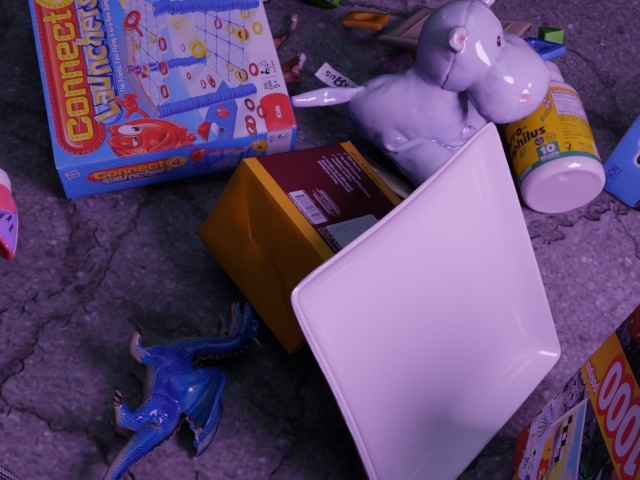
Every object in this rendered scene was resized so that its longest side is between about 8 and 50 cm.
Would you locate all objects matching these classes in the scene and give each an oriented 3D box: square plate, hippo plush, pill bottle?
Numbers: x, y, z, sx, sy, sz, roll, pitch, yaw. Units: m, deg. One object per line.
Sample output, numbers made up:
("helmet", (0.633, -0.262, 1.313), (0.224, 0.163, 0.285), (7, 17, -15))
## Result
("square plate", (0.128, 0.097, 1.056), (0.049, 0.344, 0.347), (9, 40, 47))
("hippo plush", (0.170, -0.215, 1.241), (0.294, 0.236, 0.234), (38, 36, -3))
("pill bottle", (0.325, -0.153, 1.348), (0.117, 0.118, 0.209), (1, 57, -12))

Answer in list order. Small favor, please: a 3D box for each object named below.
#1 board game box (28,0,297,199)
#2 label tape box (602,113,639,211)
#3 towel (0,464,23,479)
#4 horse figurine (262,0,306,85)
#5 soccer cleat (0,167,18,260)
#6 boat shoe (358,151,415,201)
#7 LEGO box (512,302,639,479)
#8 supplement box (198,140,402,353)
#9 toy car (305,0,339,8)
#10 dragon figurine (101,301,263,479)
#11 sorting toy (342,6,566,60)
("board game box", (-0.213, -0.231, 1.245), (0.301, 0.086, 0.308), (-12, 68, -11))
("label tape box", (0.590, -0.101, 1.294), (0.347, 0.249, 0.115), (29, 55, 7))
("towel", (-0.362, 0.356, 0.852), (0.312, 0.056, 0.324), (28, 55, 19))
("horse figurine", (-0.140, -0.309, 1.376), (0.263, 0.066, 0.175), (16, 53, -5))
("soccer cleat", (-0.507, -0.008, 1.067), (0.318, 0.109, 0.117), (-11, 64, -23))
("boat shoe", (0.100, -0.068, 1.278), (0.153, 0.056, 0.048), (30, 60, 16))
("LEGO box", (0.305, 0.356, 0.847), (0.193, 0.373, 0.500), (16, 54, -2))
("supplement box", (0.000, 0.000, 1.125), (0.194, 0.129, 0.191), (-15, 59, -48))
("toy car", (-0.064, -0.417, 1.421), (0.224, 0.239, 0.053), (21, 87, -29))
("dragon figurine", (-0.150, 0.180, 1.033), (0.143, 0.085, 0.289), (13, 53, -4))
("sorting toy", (0.202, -0.301, 1.422), (0.347, 0.047, 0.196), (16, 32, 25))
